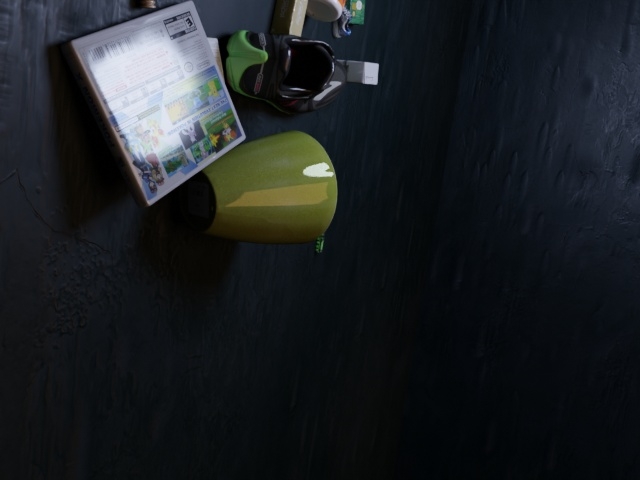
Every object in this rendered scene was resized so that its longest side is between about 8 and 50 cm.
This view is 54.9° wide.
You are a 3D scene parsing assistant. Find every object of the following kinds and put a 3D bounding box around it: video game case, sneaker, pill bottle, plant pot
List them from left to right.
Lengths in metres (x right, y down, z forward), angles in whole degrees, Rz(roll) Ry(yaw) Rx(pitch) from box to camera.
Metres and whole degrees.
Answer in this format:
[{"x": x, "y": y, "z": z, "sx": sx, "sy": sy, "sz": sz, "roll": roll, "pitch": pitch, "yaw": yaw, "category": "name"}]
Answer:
[{"x": -0.292, "y": -0.268, "z": 1.165, "sx": 0.329, "sy": 0.036, "sz": 0.300, "roll": -48, "pitch": 126, "yaw": -48, "category": "video game case"}, {"x": -0.161, "y": -0.106, "z": 1.389, "sx": 0.293, "sy": 0.274, "sz": 0.275, "roll": -12, "pitch": 112, "yaw": -45, "category": "plant pot"}, {"x": -0.041, "y": -0.403, "z": 1.533, "sx": 0.483, "sy": 0.202, "sz": 0.185, "roll": -20, "pitch": 119, "yaw": -62, "category": "sneaker"}, {"x": 0.027, "y": -0.710, "z": 1.643, "sx": 0.121, "sy": 0.121, "sz": 0.221, "roll": 40, "pitch": 64, "yaw": -62, "category": "pill bottle"}, {"x": 0.068, "y": -0.671, "z": 1.822, "sx": 0.052, "sy": 0.058, "sz": 0.135, "roll": -50, "pitch": 142, "yaw": -46, "category": "sneaker"}]

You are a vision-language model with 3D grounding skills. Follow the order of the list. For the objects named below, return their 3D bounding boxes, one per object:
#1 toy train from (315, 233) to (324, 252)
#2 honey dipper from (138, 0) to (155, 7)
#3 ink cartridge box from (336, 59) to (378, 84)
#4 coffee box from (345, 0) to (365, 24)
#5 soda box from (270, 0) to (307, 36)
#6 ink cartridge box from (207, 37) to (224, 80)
[{"x": 0.000, "y": 0.000, "z": 2.012, "sx": 0.017, "sy": 0.023, "sz": 0.083, "roll": -8, "pitch": 107, "yaw": -64, "category": "toy train"}, {"x": -0.317, "y": -0.503, "z": 1.106, "sx": 0.030, "sy": 0.030, "sz": 0.161, "roll": -32, "pitch": 127, "yaw": -58, "category": "honey dipper"}, {"x": 0.085, "y": -0.500, "z": 1.822, "sx": 0.109, "sy": 0.150, "sz": 0.063, "roll": -25, "pitch": 123, "yaw": -61, "category": "ink cartridge box"}, {"x": 0.101, "y": -0.756, "z": 1.876, "sx": 0.113, "sy": 0.040, "sz": 0.184, "roll": -30, "pitch": 128, "yaw": -58, "category": "coffee box"}, {"x": -0.072, "y": -0.598, "z": 1.554, "sx": 0.061, "sy": 0.058, "sz": 0.181, "roll": 11, "pitch": 90, "yaw": -66, "category": "soda box"}, {"x": -0.268, "y": -0.305, "z": 1.297, "sx": 0.189, "sy": 0.066, "sz": 0.232, "roll": -26, "pitch": 104, "yaw": -60, "category": "ink cartridge box"}]
